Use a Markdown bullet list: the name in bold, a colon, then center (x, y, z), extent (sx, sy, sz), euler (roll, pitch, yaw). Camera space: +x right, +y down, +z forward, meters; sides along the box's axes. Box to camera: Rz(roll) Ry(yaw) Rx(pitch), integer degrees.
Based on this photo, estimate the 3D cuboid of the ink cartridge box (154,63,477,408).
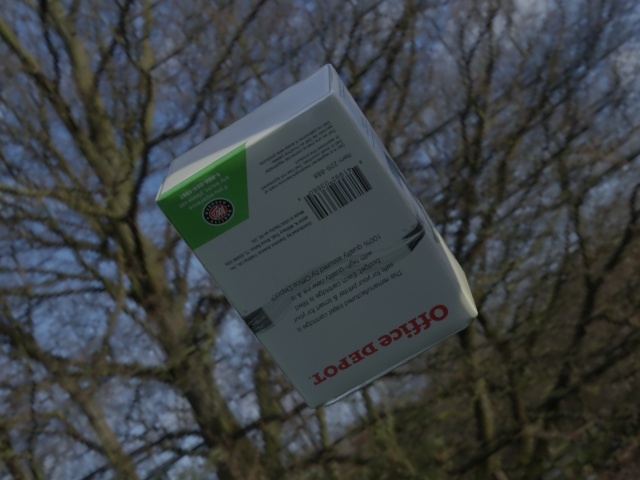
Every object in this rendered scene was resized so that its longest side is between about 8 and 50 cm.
- **ink cartridge box**: center (0.000, 0.000, 1.196), extent (0.211, 0.289, 0.121), euler (-30, 20, 11)
